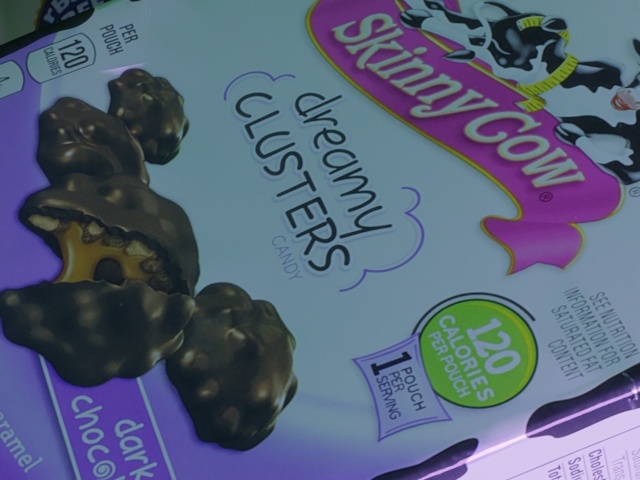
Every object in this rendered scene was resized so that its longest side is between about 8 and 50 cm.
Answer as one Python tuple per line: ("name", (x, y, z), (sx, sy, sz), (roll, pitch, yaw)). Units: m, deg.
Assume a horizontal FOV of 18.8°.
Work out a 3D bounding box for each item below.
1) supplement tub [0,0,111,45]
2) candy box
("supplement tub", (0.000, 0.000, 0.644), (0.235, 0.235, 0.325), (73, -6, -57))
("candy box", (-0.002, 0.011, 0.416), (0.070, 0.196, 0.165), (71, -5, -46))
